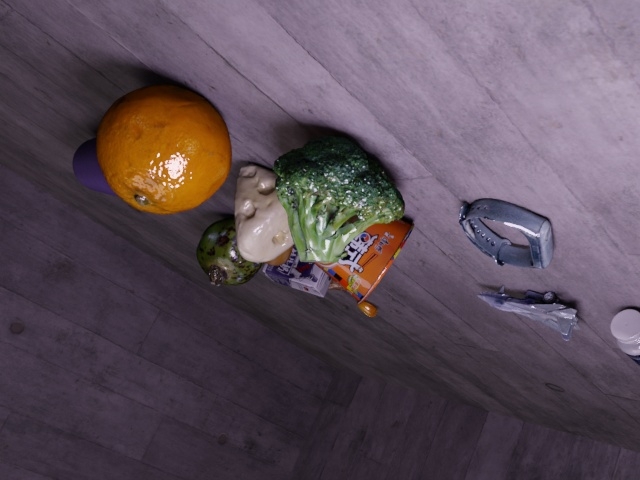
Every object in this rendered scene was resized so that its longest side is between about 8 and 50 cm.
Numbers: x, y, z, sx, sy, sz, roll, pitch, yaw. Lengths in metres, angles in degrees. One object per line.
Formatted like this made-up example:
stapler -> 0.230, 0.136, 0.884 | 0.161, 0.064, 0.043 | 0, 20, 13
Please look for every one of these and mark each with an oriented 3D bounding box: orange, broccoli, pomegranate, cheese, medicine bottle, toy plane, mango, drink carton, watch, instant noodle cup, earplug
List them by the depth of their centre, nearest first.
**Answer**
broccoli -> 0.031, -0.085, 1.426 | 0.307, 0.275, 0.308 | 6, 180, 0
watch -> 0.405, -0.011, 1.437 | 0.192, 0.068, 0.206 | 18, 158, 33
orange -> -0.362, -0.209, 1.538 | 0.311, 0.312, 0.312 | 23, 162, 8
medicine bottle -> 0.778, 0.242, 1.577 | 0.191, 0.107, 0.107 | 35, 160, -28
instant noodle cup -> 0.089, 0.005, 1.660 | 0.192, 0.250, 0.250 | 35, 163, 2
cheese -> -0.120, -0.059, 1.740 | 0.251, 0.248, 0.174 | 12, 160, 19
toy plane -> 0.546, 0.169, 1.740 | 0.267, 0.088, 0.212 | 23, 163, 35
earplug -> -0.610, -0.229, 1.990 | 0.215, 0.215, 0.455 | 38, 163, -34
drink carton -> -0.067, 0.093, 2.263 | 0.222, 0.134, 0.102 | 15, 159, 28
pomegranate -> -0.307, 0.047, 2.265 | 0.254, 0.271, 0.254 | 10, 129, 12
mango -> 0.179, 0.262, 2.557 | 0.089, 0.046, 0.060 | 30, 163, 0

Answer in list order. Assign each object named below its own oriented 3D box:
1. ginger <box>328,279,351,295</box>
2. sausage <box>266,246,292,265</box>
ginger -> 0.037, 0.132, 2.354 | 0.290, 0.084, 0.122 | 23, 141, 21
sausage -> -0.148, -0.008, 2.042 | 0.134, 0.116, 0.354 | 14, 151, 4
